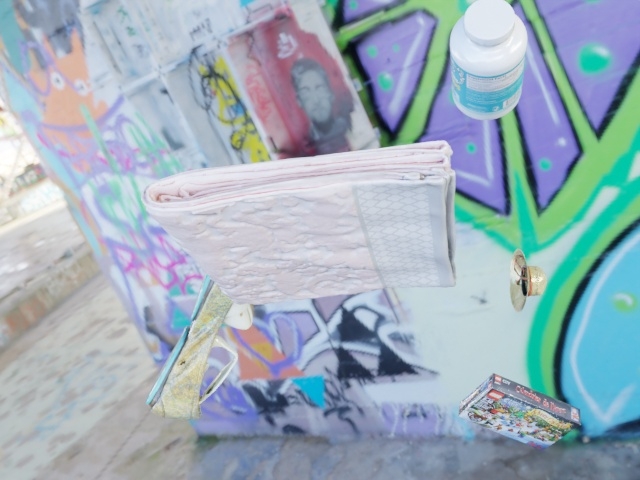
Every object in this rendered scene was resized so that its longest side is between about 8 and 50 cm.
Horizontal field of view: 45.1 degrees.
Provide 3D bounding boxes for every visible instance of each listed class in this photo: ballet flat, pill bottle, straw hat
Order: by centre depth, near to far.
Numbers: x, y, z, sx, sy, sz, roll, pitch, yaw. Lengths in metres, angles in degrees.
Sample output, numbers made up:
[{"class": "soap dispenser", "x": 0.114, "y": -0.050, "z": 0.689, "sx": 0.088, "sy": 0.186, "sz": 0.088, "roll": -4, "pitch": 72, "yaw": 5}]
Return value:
[{"class": "ballet flat", "x": -0.180, "y": 0.152, "z": 1.301, "sx": 0.348, "sy": 0.123, "sz": 0.123, "roll": -65, "pitch": 12, "yaw": 10}, {"class": "pill bottle", "x": 0.330, "y": -0.359, "z": 1.521, "sx": 0.146, "sy": 0.146, "sz": 0.264, "roll": -26, "pitch": -23, "yaw": 0}, {"class": "straw hat", "x": 0.471, "y": 0.090, "z": 1.724, "sx": 0.061, "sy": 0.144, "sz": 0.144, "roll": 1, "pitch": 16, "yaw": -4}]

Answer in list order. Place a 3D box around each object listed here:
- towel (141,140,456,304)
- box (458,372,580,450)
[{"class": "towel", "x": 0.000, "y": 0.000, "z": 0.900, "sx": 0.317, "sy": 0.053, "sz": 0.332, "roll": -6, "pitch": -24, "yaw": 9}, {"class": "box", "x": 0.467, "y": 0.408, "z": 1.819, "sx": 0.159, "sy": 0.233, "sz": 0.044, "roll": 121, "pitch": 169, "yaw": -47}]
